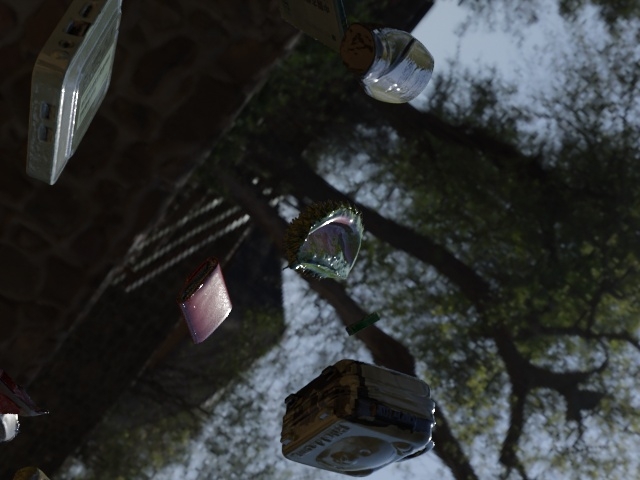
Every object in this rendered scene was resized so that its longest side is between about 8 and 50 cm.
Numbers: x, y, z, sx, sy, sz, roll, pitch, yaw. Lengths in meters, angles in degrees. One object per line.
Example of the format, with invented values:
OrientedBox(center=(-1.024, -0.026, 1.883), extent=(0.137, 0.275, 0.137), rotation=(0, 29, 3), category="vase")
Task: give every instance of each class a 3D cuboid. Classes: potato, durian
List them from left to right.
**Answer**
OrientedBox(center=(-0.483, 0.452, 1.584), extent=(0.070, 0.138, 0.091), rotation=(-34, -162, 26), category="potato")
OrientedBox(center=(-0.007, -0.007, 1.427), extent=(0.137, 0.095, 0.220), rotation=(-69, 161, 1), category="durian")

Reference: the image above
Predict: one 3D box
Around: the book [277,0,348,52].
OrientedBox(center=(-0.032, -0.474, 1.606), extent=(0.025, 0.283, 0.215), rotation=(-35, -132, -17), category="book")

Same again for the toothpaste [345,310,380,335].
OrientedBox(center=(0.099, 0.194, 2.140), extent=(0.083, 0.020, 0.017), rotation=(-30, -166, 9), category="toothpaste")

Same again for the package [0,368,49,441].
OrientedBox(center=(-0.499, 0.176, 1.231), extent=(0.194, 0.269, 0.071), rotation=(-40, -164, 31), category="package")

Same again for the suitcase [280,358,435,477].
OrientedBox(center=(0.109, 0.438, 2.148), extent=(0.351, 0.339, 0.194), rotation=(-43, -146, 48), category="suitcase")

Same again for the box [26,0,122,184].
OrientedBox(center=(-0.525, -0.353, 1.983), extent=(0.373, 0.090, 0.367), rotation=(118, -11, -50), category="box")

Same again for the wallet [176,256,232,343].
OrientedBox(center=(-0.275, 0.144, 2.171), extent=(0.142, 0.045, 0.204), rotation=(-51, 156, -25), category="wallet")

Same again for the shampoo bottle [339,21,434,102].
OrientedBox(center=(0.113, -0.305, 1.577), extent=(0.126, 0.084, 0.350), rotation=(-59, 166, 12), category="shampoo bottle")
